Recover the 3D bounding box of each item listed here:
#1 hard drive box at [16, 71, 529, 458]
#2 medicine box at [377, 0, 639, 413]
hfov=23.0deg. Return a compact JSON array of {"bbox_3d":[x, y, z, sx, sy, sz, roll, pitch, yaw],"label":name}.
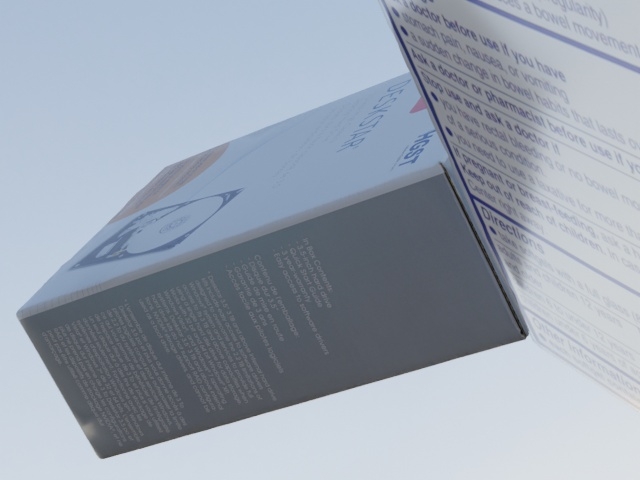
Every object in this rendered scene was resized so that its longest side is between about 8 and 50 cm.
[{"bbox_3d":[0.000,0.000,0.764,0.232,0.089,0.181,-19,18,26],"label":"hard drive box"},{"bbox_3d":[0.154,-0.048,0.457,0.149,0.263,0.289,-39,-51,-13],"label":"medicine box"}]
